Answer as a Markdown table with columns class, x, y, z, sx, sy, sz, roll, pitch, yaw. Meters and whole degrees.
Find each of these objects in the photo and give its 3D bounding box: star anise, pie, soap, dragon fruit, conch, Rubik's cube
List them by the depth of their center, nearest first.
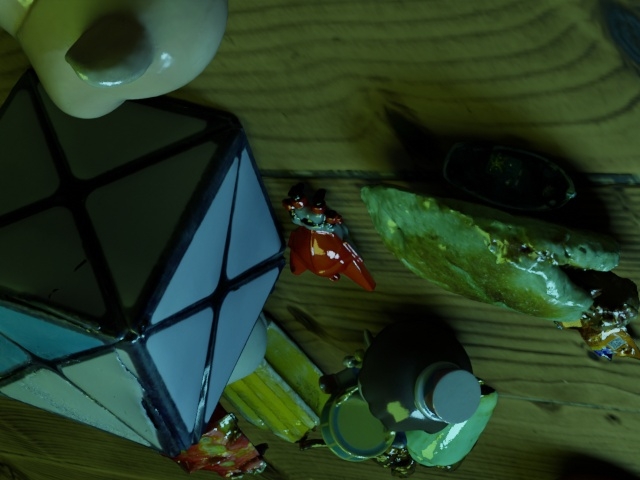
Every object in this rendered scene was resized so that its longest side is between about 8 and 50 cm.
| class | x | y | z | sx | sy | sz | roll | pitch | yaw |
| --- | --- | --- | --- | --- | --- | --- | --- | --- | --- |
| pie | 0.172 | 0.005 | 1.696 | 0.274 | 0.106 | 0.257 | 12 | 167 | 45 |
| Rubik's cube | -0.248 | 0.028 | 1.916 | 0.305 | 0.310 | 0.307 | 15 | 151 | 19 |
| conch | 0.181 | 0.242 | 2.209 | 0.105 | 0.079 | 0.170 | 3 | 142 | -43 |
| star anise | 0.109 | 0.293 | 2.353 | 0.177 | 0.073 | 0.234 | 30 | 146 | -34 |
| soap | -0.076 | 0.197 | 2.358 | 0.160 | 0.080 | 0.257 | 7 | 150 | 39 |
| dragon fruit | -0.170 | 0.293 | 2.442 | 0.161 | 0.126 | 0.274 | 49 | 175 | -28 |

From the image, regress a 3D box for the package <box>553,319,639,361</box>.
| class | x | y | z | sx | sy | sz | roll | pitch | yaw |
| --- | --- | --- | --- | --- | --- | --- | --- | --- | --- |
| package | 0.309 | 0.101 | 1.867 | 0.110 | 0.033 | 0.077 | 44 | 159 | -26 |

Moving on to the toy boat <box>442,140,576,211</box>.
| class | x | y | z | sx | sy | sz | roll | pitch | yaw |
| --- | --- | --- | --- | --- | --- | --- | --- | --- | --- |
| toy boat | 0.186 | -0.062 | 1.630 | 0.137 | 0.060 | 0.061 | 20 | 176 | 20 |

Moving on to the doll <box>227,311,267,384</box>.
| class | x | y | z | sx | sy | sz | roll | pitch | yaw |
| --- | --- | --- | --- | --- | --- | --- | --- | --- | --- |
| doll | -0.186 | 0.100 | 2.148 | 0.221 | 0.221 | 0.251 | 34 | 163 | -18 |

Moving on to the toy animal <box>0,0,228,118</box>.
| class | x | y | z | sx | sy | sz | roll | pitch | yaw |
| --- | --- | --- | --- | --- | --- | --- | --- | --- | --- |
| toy animal | -0.222 | -0.260 | 1.475 | 0.269 | 0.237 | 0.326 | 18 | 154 | 43 |

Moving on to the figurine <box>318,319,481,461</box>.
| class | x | y | z | sx | sy | sz | roll | pitch | yaw |
| --- | --- | --- | --- | --- | --- | --- | --- | --- | --- |
| figurine | 0.102 | 0.185 | 2.074 | 0.161 | 0.158 | 0.275 | 33 | 154 | -6 |

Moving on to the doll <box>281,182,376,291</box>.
| class | x | y | z | sx | sy | sz | roll | pitch | yaw |
| --- | --- | --- | --- | --- | --- | --- | --- | --- | --- |
| doll | 0.000 | 0.000 | 1.928 | 0.109 | 0.057 | 0.169 | 12 | 153 | 21 |

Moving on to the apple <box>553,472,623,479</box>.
| class | x | y | z | sx | sy | sz | roll | pitch | yaw |
| --- | --- | --- | --- | --- | --- | --- | --- | --- | --- |
| apple | 0.369 | 0.425 | 2.235 | 0.230 | 0.230 | 0.230 | 21 | 155 | 10 |
